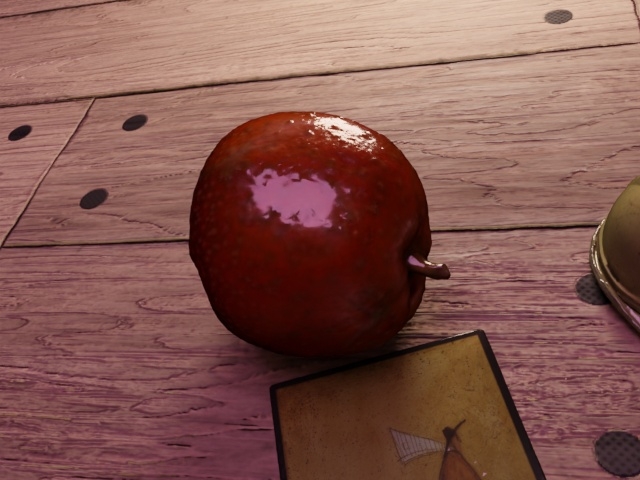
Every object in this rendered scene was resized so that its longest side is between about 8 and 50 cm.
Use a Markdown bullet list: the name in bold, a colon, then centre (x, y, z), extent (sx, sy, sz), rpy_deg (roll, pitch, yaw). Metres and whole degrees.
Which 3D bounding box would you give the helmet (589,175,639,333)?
- **helmet**: centre (0.403, -0.001, 0.704), extent (0.204, 0.137, 0.257), rpy_deg (-19, 45, -1)

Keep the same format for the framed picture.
- **framed picture**: centre (0.090, 0.251, 0.647), extent (0.255, 0.014, 0.338), rpy_deg (-15, 45, 3)

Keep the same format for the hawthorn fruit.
- **hawthorn fruit**: centre (0.000, 0.000, 0.742), extent (0.300, 0.275, 0.275), rpy_deg (12, 52, 23)
